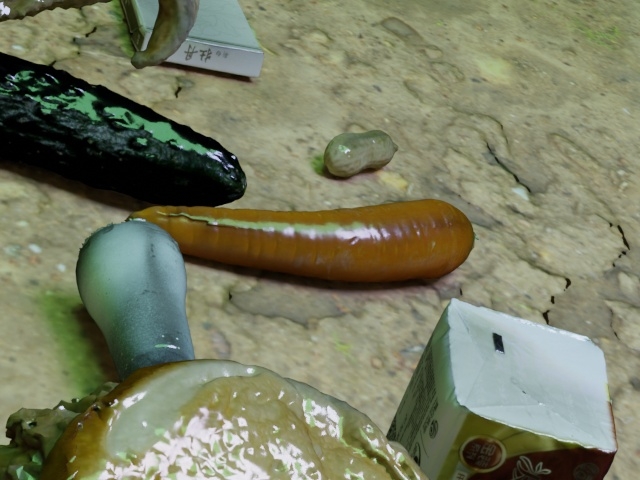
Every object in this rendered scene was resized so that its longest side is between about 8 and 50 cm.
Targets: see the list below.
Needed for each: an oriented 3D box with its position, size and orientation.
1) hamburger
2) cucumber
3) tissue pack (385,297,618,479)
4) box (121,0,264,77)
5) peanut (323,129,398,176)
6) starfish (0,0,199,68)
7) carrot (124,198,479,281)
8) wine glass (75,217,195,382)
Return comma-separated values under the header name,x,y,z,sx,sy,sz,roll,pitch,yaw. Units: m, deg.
name,x,y,z,sx,sy,sz,roll,pitch,yaw
hamburger,-0.045,0.173,0.639,0.286,0.146,0.243,22,37,-20
cucumber,-0.196,-0.086,1.049,0.303,0.072,0.081,17,16,-8
tissue pack,0.086,0.127,0.798,0.099,0.148,0.106,17,29,-7
box,-0.124,-0.208,1.346,0.109,0.029,0.198,8,31,-22
peanut,0.034,-0.071,1.215,0.083,0.037,0.037,-7,40,-47
starfish,-0.284,-0.106,0.939,0.324,0.082,0.432,39,57,-2
carrot,0.000,0.000,1.055,0.271,0.062,0.066,-2,69,-29
wine glass,-0.102,0.058,0.875,0.072,0.072,0.155,8,32,-23
